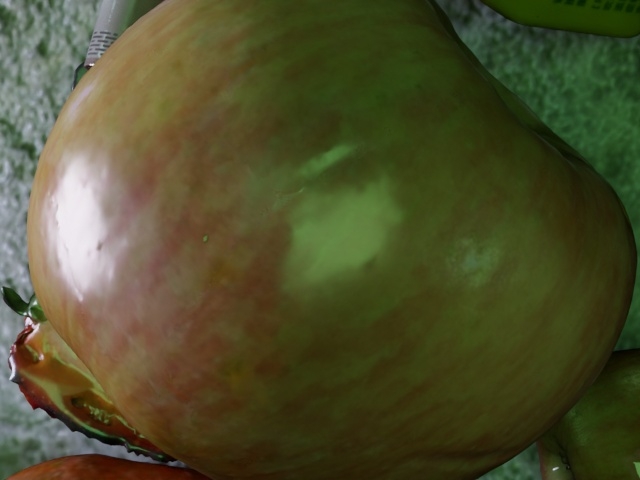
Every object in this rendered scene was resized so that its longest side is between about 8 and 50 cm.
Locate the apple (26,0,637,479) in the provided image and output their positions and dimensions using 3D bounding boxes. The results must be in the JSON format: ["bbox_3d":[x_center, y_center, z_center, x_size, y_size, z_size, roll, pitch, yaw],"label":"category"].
[{"bbox_3d":[0.000,0.000,0.834,0.346,0.391,0.391,-42,88,9],"label":"apple"}]

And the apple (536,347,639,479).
[{"bbox_3d":[0.265,0.170,0.924,0.199,0.199,0.199,0,91,5],"label":"apple"}]

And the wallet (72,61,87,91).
[{"bbox_3d":[-0.134,-0.116,1.023,0.156,0.018,0.082,3,91,6],"label":"wallet"}]

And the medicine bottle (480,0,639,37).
[{"bbox_3d":[0.132,-0.222,0.909,0.309,0.076,0.111,3,96,-24],"label":"medicine bottle"}]

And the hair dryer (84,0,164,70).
[{"bbox_3d":[-0.062,-0.205,0.987,0.220,0.053,0.195,14,83,1],"label":"hair dryer"}]

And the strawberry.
[{"bbox_3d":[-0.172,0.095,0.998,0.192,0.085,0.140,14,90,3],"label":"strawberry"}]

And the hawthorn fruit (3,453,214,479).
[{"bbox_3d":[-0.163,0.287,0.920,0.284,0.284,0.284,0,91,5],"label":"hawthorn fruit"}]
